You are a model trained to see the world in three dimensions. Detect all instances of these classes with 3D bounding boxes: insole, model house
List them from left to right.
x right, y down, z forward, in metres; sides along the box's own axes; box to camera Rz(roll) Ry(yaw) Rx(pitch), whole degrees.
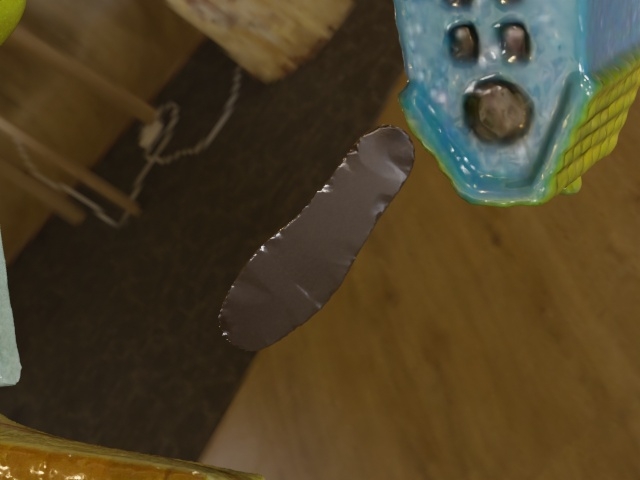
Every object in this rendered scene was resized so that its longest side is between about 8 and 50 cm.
[{"bbox_3d":[0.000,0.000,1.678,0.328,0.111,0.007,-52,20,4],"label":"insole"},{"bbox_3d":[0.203,-0.178,1.354,0.216,0.303,0.237,-3,15,29],"label":"model house"}]

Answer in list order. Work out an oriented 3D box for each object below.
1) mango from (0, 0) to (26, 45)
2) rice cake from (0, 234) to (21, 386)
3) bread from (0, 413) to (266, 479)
[{"bbox_3d":[-0.471,-0.248,1.616,0.293,0.143,0.175,-31,47,0],"label":"mango"},{"bbox_3d":[-0.335,0.026,1.388,0.045,0.042,0.245,-10,87,36],"label":"rice cake"},{"bbox_3d":[-0.260,0.321,1.497,0.362,0.233,0.244,8,83,15],"label":"bread"}]
